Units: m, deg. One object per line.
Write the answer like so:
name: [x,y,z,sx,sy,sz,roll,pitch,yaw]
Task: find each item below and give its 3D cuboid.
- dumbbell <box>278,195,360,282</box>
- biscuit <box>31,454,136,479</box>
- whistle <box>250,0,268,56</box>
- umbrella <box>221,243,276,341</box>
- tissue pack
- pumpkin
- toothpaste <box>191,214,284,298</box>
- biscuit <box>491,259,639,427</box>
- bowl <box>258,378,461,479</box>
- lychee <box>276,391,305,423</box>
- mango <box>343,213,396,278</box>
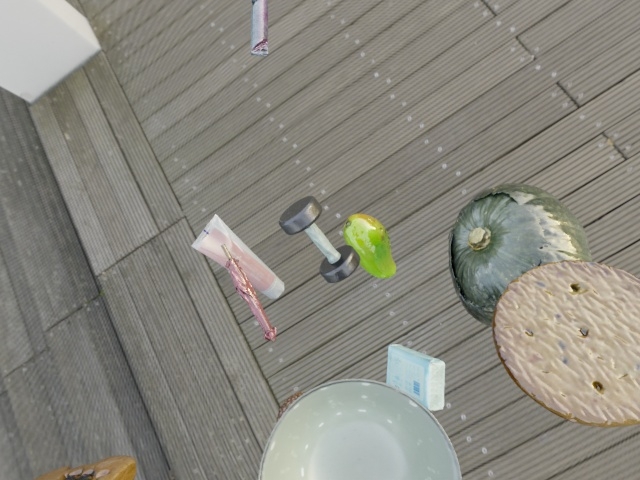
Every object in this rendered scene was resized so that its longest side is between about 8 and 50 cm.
dumbbell: [0.000,0.000,0.982,0.100,0.100,0.191,-36,111,6]
biscuit: [-0.384,0.387,0.564,0.278,0.301,0.043,-19,99,-19]
whistle: [-0.117,-0.424,0.839,0.033,0.033,0.176,-9,68,14]
umbrella: [-0.110,0.080,0.656,0.025,0.027,0.165,-29,91,-4]
tissue pack: [0.353,0.503,1.634,0.089,0.263,0.177,4,88,-23]
pumpkin: [0.437,0.034,0.992,0.291,0.258,0.327,-43,39,40]
toothpaste: [-0.138,0.040,0.774,0.043,0.194,0.067,11,62,49]
biscuit: [0.286,0.104,0.474,0.188,0.027,0.187,-8,55,12]
bowl: [0.070,0.420,0.785,0.338,0.157,0.336,-1,75,5]
lychee: [-0.093,0.745,1.804,0.200,0.200,0.238,25,98,18]
mango: [0.150,0.015,1.268,0.125,0.111,0.233,-42,115,-3]
